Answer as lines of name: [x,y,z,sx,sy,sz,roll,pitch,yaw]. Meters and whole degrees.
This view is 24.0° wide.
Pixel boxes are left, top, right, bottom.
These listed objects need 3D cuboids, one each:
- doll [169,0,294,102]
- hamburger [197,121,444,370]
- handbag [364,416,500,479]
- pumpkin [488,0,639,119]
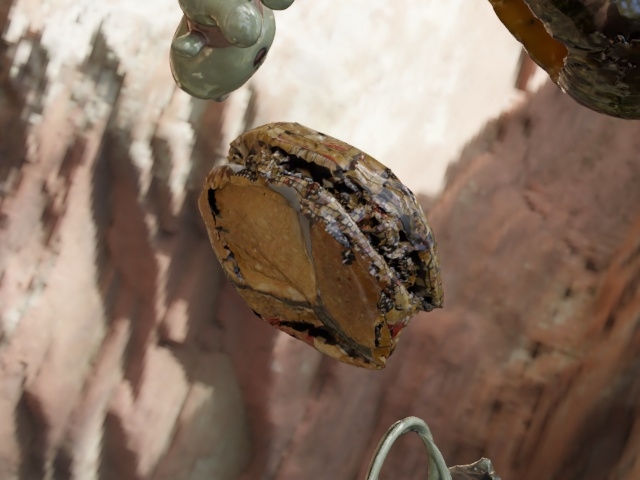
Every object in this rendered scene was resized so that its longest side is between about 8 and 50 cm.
doll: [-0.103,-0.232,1.602,0.155,0.113,0.275,-54,-179,-15]
hamburger: [0.000,0.000,1.237,0.107,0.231,0.231,-44,153,-23]
handbag: [0.071,0.289,1.184,0.241,0.109,0.315,-23,127,-52]
pumpkin: [0.251,-0.247,1.344,0.192,0.320,0.320,-37,162,4]
